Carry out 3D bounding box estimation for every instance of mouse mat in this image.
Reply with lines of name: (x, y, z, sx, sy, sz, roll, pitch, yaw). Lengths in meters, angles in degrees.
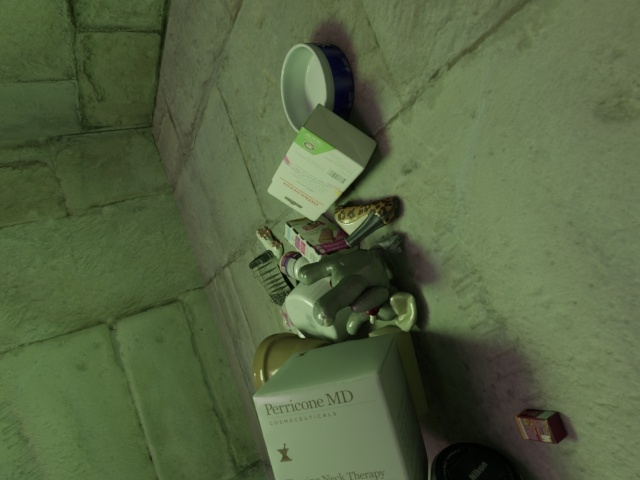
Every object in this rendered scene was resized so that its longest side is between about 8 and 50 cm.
mouse mat: (-0.121, 0.195, 1.744, 0.190, 0.007, 0.153, 59, 177, -35)

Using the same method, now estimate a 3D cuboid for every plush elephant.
plush elephant: (0.129, 0.158, 1.205, 0.256, 0.329, 0.272, 63, 171, -28)

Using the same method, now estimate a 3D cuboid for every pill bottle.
pill bottle: (-0.074, 0.106, 1.638, 0.193, 0.108, 0.108, 12, 114, 57)

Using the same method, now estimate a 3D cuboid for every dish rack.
dish rack: (-0.227, 0.189, 1.951, 0.272, 0.074, 0.208, 57, 153, -5)

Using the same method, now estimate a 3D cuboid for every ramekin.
ramekin: (0.005, 0.253, 1.464, 0.277, 0.135, 0.277, 31, 143, 27)

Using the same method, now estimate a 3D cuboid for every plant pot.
plant pot: (-0.059, 0.432, 1.401, 0.229, 0.263, 0.263, -20, 87, 37)

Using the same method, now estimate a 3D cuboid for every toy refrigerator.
toy refrigerator: (0.238, 0.407, 1.274, 0.102, 0.094, 0.270, -8, 97, 60)

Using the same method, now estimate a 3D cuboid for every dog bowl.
dog bowl: (-0.015, -0.461, 1.270, 0.265, 0.104, 0.265, 33, 131, 48)

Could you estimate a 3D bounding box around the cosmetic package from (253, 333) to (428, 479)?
cosmetic package: (0.075, 0.502, 1.089, 0.329, 0.327, 0.394, -16, 90, 16)

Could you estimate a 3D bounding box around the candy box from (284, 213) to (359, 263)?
candy box: (0.000, 0.000, 1.412, 0.233, 0.159, 0.071, 40, 135, 43)

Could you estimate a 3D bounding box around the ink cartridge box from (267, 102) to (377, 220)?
ink cartridge box: (-0.011, -0.220, 1.270, 0.207, 0.119, 0.353, 32, 148, -9)

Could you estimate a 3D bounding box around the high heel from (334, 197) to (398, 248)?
high heel: (0.139, -0.092, 1.255, 0.093, 0.186, 0.261, 44, -166, -24)

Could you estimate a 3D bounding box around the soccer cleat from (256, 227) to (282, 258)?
soccer cleat: (-0.241, 0.011, 1.918, 0.196, 0.068, 0.076, 42, 140, 39)

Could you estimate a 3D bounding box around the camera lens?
camera lens: (0.383, 0.675, 1.033, 0.219, 0.219, 0.275, 27, 126, 52)

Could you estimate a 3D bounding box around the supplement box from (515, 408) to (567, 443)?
supplement box: (0.484, 0.408, 0.911, 0.083, 0.043, 0.055, -32, 76, 60)

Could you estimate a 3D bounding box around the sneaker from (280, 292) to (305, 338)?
sneaker: (-0.096, 0.352, 1.779, 0.111, 0.102, 0.252, -55, 46, 28)

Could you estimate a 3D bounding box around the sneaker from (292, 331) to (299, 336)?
sneaker: (-0.095, 0.481, 1.868, 0.321, 0.124, 0.180, -11, 90, 49)
